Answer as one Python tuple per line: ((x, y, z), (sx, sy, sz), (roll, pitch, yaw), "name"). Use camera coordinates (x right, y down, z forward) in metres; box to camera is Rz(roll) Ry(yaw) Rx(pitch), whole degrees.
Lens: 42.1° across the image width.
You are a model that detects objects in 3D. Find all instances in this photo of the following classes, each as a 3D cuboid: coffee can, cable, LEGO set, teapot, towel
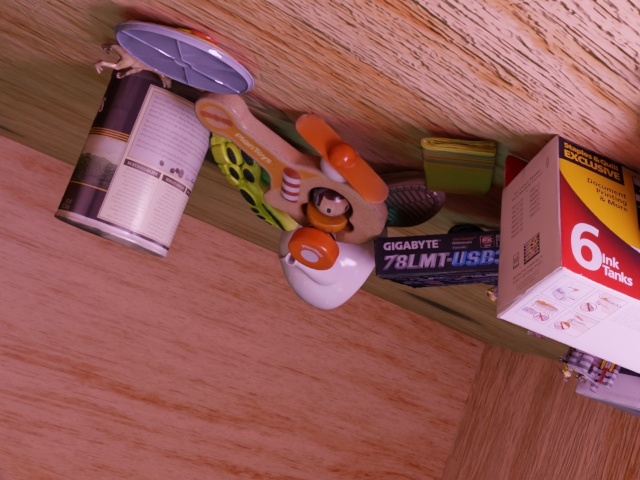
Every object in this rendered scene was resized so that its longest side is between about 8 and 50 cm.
((-0.310, -0.132, 1.430), (0.202, 0.275, 0.201), (19, 172, 3), "coffee can")
((0.327, 0.034, 1.657), (0.185, 0.047, 0.150), (13, 146, 49), "cable")
((0.491, 0.181, 1.740), (0.331, 0.192, 0.255), (36, 168, -36), "LEGO set")
((0.000, 0.000, 1.674), (0.187, 0.252, 0.256), (35, 156, -14), "teapot")
((0.201, -0.106, 1.215), (0.102, 0.021, 0.237), (8, 171, 10), "towel")

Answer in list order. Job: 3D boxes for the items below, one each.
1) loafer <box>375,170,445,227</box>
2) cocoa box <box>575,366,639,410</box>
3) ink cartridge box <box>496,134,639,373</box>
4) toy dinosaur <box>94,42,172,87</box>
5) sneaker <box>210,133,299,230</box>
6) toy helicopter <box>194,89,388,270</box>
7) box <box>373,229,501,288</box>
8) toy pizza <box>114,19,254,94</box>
((0.114, -0.077, 1.454), (0.269, 0.092, 0.102), (-14, 129, 48), "loafer")
((0.787, 0.294, 1.814), (0.347, 0.227, 0.231), (23, 171, -19), "cocoa box")
((0.386, 0.009, 1.033), (0.310, 0.271, 0.130), (21, 142, -14), "ink cartridge box")
((-0.292, -0.279, 1.258), (0.093, 0.053, 0.183), (0, 173, 21), "toy dinosaur")
((-0.101, -0.140, 1.491), (0.109, 0.123, 0.295), (18, 154, 30), "sneaker")
((-0.039, -0.117, 1.288), (0.355, 0.140, 0.235), (38, 149, -16), "toy helicopter")
((0.267, 0.033, 1.407), (0.296, 0.073, 0.293), (-5, 174, 19), "box")
((-0.184, -0.257, 1.143), (0.201, 0.032, 0.201), (18, 172, 3), "toy pizza")
